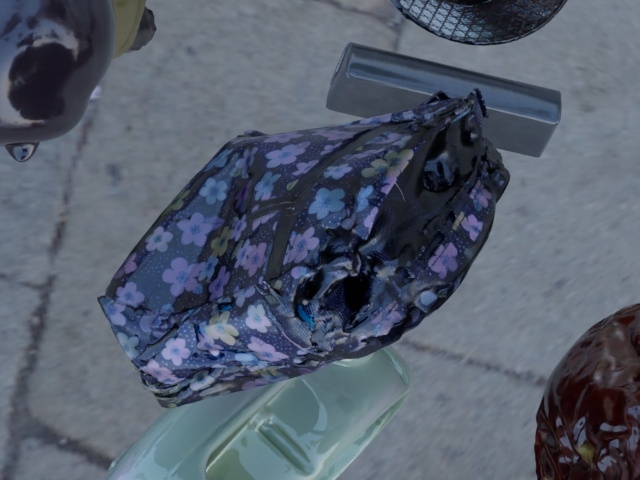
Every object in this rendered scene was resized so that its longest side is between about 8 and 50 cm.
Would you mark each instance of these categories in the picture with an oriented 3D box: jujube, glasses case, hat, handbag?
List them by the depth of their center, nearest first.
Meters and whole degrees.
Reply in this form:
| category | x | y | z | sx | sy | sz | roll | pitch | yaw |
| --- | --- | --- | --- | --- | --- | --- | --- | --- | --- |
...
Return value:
| category | x | y | z | sx | sy | sz | roll | pitch | yaw |
| --- | --- | --- | --- | --- | --- | --- | --- | --- | --- |
| jujube | 0.201 | 0.126 | 1.004 | 0.168 | 0.236 | 0.168 | 3 | 112 | 8 |
| handbag | 0.000 | 0.000 | 1.059 | 0.208 | 0.229 | 0.127 | -8 | 121 | 39 |
| glasses case | 0.104 | -0.117 | 1.490 | 0.190 | 0.072 | 0.042 | 12 | 57 | -7 |
| hat | 0.125 | -0.249 | 1.544 | 0.193 | 0.082 | 0.193 | 2 | 78 | -10 |

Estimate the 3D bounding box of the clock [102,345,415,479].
| category | x | y | z | sx | sy | sz | roll | pitch | yaw |
| --- | --- | --- | --- | --- | --- | --- | --- | --- | --- |
| clock | -0.042 | 0.151 | 1.313 | 0.108 | 0.265 | 0.324 | 43 | 61 | 10 |

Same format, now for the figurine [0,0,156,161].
| category | x | y | z | sx | sy | sz | roll | pitch | yaw |
| --- | --- | --- | --- | --- | --- | --- | --- | --- | --- |
| figurine | -0.267 | -0.215 | 1.605 | 0.206 | 0.365 | 0.218 | 28 | 110 | -3 |
